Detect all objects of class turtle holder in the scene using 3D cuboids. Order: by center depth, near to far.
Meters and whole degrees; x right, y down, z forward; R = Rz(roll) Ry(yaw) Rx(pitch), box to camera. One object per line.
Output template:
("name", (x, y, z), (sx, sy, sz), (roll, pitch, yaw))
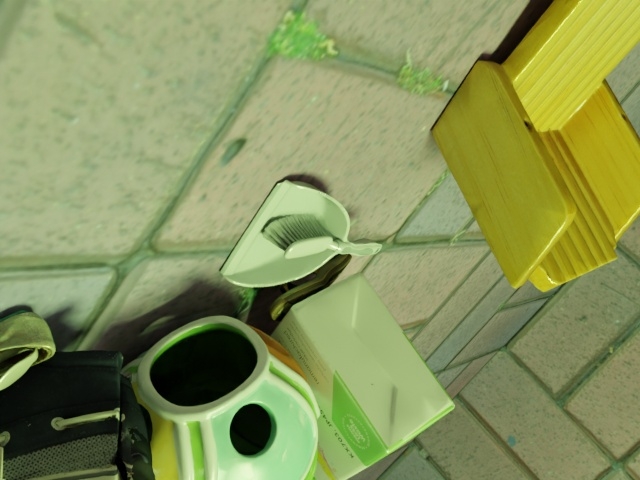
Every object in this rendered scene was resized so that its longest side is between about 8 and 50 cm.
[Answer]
("turtle holder", (-0.154, 0.215, 0.860), (0.320, 0.243, 0.227), (-11, 134, -15))

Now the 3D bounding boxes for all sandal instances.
("sandal", (-0.019, 0.050, 0.998), (0.072, 0.049, 0.180), (-50, 172, 35))

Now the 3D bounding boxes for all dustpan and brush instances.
("dustpan and brush", (0.000, 0.000, 0.914), (0.211, 0.060, 0.147), (-7, 138, -54))

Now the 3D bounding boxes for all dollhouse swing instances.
("dollhouse swing", (0.377, -0.154, 0.994), (0.305, 0.315, 0.346), (-34, 166, 38))

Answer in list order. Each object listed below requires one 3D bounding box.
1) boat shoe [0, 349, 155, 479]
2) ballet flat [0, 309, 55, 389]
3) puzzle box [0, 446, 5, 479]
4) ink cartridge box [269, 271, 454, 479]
("boat shoe", (-0.316, 0.197, 0.692), (0.340, 0.158, 0.127), (-7, 145, -6))
("ballet flat", (-0.300, 0.113, 0.638), (0.168, 0.052, 0.057), (-30, 154, -26))
("puzzle box", (-0.382, 0.263, 0.578), (0.272, 0.052, 0.409), (2, 142, -21))
("ink cartridge box", (0.005, 0.217, 1.053), (0.119, 0.207, 0.353), (-27, 164, -31))
